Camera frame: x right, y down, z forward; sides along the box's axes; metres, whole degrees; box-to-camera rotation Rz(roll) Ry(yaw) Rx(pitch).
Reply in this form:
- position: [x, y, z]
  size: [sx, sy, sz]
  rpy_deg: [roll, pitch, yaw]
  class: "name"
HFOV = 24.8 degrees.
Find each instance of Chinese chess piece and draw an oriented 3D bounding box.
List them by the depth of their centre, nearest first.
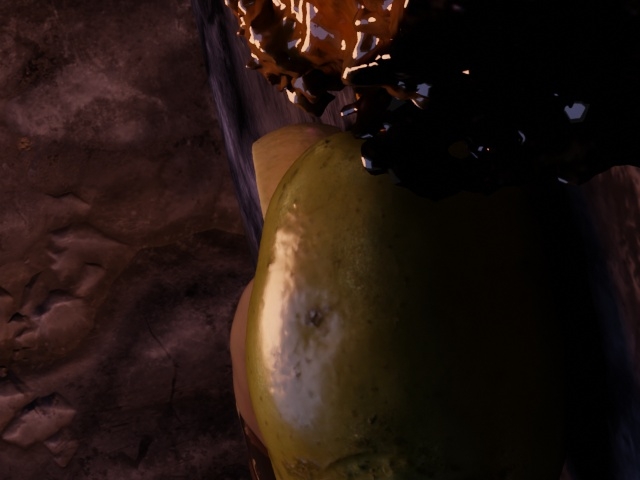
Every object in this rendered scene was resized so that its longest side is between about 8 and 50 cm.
- position: [0.000, 0.000, 1.519]
  size: [0.250, 0.101, 0.250]
  rpy_deg: [166, 90, -90]
  class: "Chinese chess piece"

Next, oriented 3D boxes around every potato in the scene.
- position: [0.060, 0.076, 0.952]
  size: [0.216, 0.216, 0.304]
  rpy_deg: [-119, 27, -62]
  class: "potato"

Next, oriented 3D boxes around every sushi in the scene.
- position: [0.057, -0.134, 0.626]
  size: [0.348, 0.208, 0.234]
  rpy_deg: [-151, 54, -76]
  class: "sushi"

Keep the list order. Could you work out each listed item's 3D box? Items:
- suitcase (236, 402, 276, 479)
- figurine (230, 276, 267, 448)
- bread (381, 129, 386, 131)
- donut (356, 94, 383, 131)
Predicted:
- position: [0.051, 0.323, 1.551]
  size: [0.351, 0.194, 0.339]
  rpy_deg: [-117, 8, -61]
  class: "suitcase"
- position: [0.036, 0.141, 1.241]
  size: [0.380, 0.203, 0.248]
  rpy_deg: [-116, 9, -57]
  class: "figurine"
- position: [0.080, -0.016, 1.134]
  size: [0.160, 0.073, 0.160]
  rpy_deg: [166, 90, -86]
  class: "bread"
- position: [0.060, -0.125, 1.236]
  size: [0.083, 0.067, 0.038]
  rpy_deg: [41, 156, 10]
  class: "donut"
